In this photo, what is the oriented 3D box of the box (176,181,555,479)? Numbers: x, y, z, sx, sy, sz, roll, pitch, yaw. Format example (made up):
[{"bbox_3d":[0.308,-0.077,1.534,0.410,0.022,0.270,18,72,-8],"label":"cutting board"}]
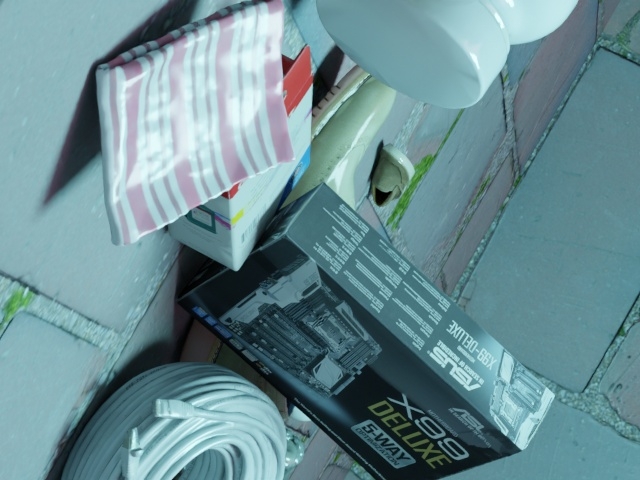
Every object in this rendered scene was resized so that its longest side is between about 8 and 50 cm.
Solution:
[{"bbox_3d":[0.039,0.103,1.791,0.076,0.307,0.242,-54,-167,-30],"label":"box"}]

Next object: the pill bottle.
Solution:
[{"bbox_3d":[0.172,-0.330,1.690,0.407,0.229,0.229,-57,168,-19],"label":"pill bottle"}]

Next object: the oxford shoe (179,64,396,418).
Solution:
[{"bbox_3d":[0.000,0.000,1.954,0.397,0.147,0.140,-63,168,13],"label":"oxford shoe"}]

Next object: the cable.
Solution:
[{"bbox_3d":[-0.147,0.244,1.852,0.257,0.089,0.257,-1,117,-50],"label":"cable"}]

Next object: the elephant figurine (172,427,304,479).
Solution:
[{"bbox_3d":[-0.147,0.269,2.041,0.239,0.186,0.169,-41,-167,-33],"label":"elephant figurine"}]

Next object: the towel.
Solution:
[{"bbox_3d":[-0.092,-0.094,1.414,0.197,0.029,0.144,-31,127,-42],"label":"towel"}]

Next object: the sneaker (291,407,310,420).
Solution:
[{"bbox_3d":[-0.028,0.118,2.107,0.126,0.091,0.240,124,-24,-49],"label":"sneaker"}]

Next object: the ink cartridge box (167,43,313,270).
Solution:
[{"bbox_3d":[-0.072,-0.084,1.611,0.134,0.078,0.231,-57,168,-21],"label":"ink cartridge box"}]

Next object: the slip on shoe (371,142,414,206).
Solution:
[{"bbox_3d":[0.088,-0.082,2.404,0.041,0.051,0.135,-45,171,-15],"label":"slip on shoe"}]
